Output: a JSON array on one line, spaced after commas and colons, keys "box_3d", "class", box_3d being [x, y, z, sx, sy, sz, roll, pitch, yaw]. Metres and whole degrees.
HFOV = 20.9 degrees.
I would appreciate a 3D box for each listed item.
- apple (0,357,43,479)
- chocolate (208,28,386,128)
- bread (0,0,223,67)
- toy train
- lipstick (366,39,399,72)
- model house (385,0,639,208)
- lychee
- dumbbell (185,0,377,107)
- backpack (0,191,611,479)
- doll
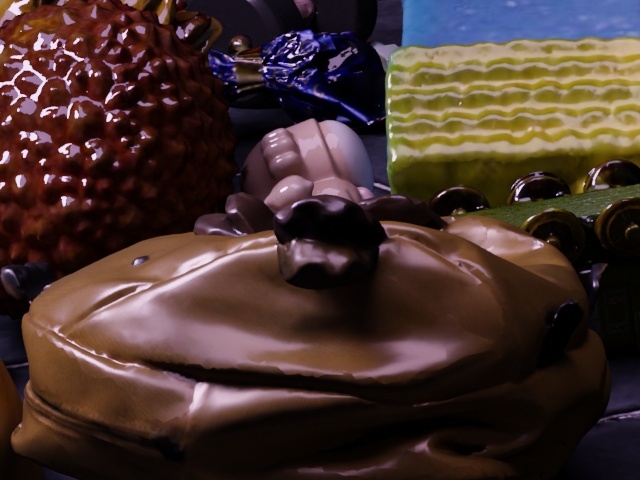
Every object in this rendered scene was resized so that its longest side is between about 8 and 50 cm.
[{"box_3d": [-0.359, 0.114, 1.161, 0.309, 0.314, 0.252, -14, 65, -2], "class": "apple"}, {"box_3d": [-0.062, -0.173, 1.860, 0.343, 0.126, 0.148, -6, 45, -4], "class": "chocolate"}, {"box_3d": [-0.319, -0.157, 1.690, 0.370, 0.191, 0.314, 7, 56, 34], "class": "bread"}, {"box_3d": [0.172, 0.024, 1.288, 0.225, 0.137, 0.090, -9, 26, 3], "class": "toy train"}, {"box_3d": [0.074, -0.220, 2.067, 0.030, 0.030, 0.129, -12, 23, -13], "class": "lipstick"}, {"box_3d": [0.182, -0.089, 1.476, 0.237, 0.216, 0.303, -2, 26, 9], "class": "model house"}, {"box_3d": [-0.199, -0.060, 1.414, 0.275, 0.276, 0.304, -11, 29, -12], "class": "lychee"}, {"box_3d": [-0.047, -0.257, 2.033, 0.152, 0.153, 0.218, 8, 25, 32], "class": "dumbbell"}, {"box_3d": [-0.013, 0.070, 1.075, 0.378, 0.201, 0.353, -1, 2, 11], "class": "backpack"}, {"box_3d": [-0.001, -0.002, 1.376, 0.119, 0.154, 0.278, -21, 23, 3], "class": "doll"}]
